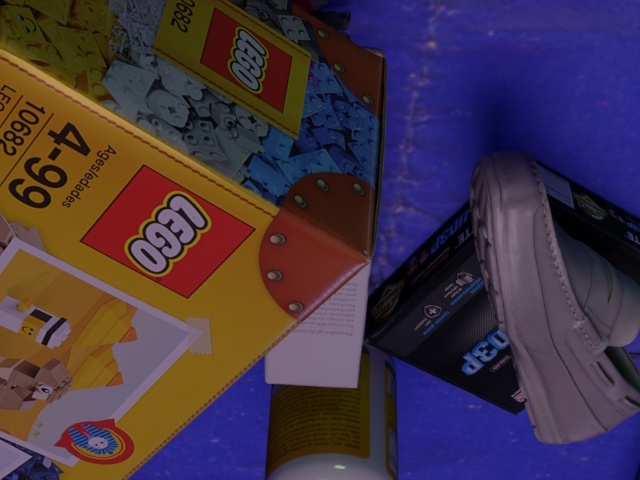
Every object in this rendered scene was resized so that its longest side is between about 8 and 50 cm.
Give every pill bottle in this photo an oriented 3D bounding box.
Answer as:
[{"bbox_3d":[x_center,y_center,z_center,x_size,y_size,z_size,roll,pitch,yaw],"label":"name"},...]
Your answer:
[{"bbox_3d":[0.010,0.193,1.105,0.117,0.208,0.118,1,135,1],"label":"pill bottle"}]

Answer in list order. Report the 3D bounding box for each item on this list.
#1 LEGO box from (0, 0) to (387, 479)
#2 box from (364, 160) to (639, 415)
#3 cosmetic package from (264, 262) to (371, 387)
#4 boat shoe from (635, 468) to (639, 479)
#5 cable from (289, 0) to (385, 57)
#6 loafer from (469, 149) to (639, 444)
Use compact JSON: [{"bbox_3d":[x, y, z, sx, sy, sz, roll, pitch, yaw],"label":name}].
[{"bbox_3d":[-0.257,0.000,0.782,0.372,0.193,0.500,30,129,-20],"label":"LEGO box"},{"bbox_3d":[0.168,0.044,1.064,0.175,0.051,0.220,27,129,-22],"label":"box"},{"bbox_3d":[0.000,0.000,0.982,0.085,0.117,0.231,3,135,1],"label":"cosmetic package"},{"bbox_3d":[0.361,0.237,1.218,0.084,0.095,0.258,4,136,4],"label":"boat shoe"},{"bbox_3d":[-0.100,-0.145,0.873,0.287,0.072,0.140,-6,129,8],"label":"cable"},{"bbox_3d":[0.188,0.044,0.959,0.111,0.112,0.319,-16,139,10],"label":"loafer"}]
